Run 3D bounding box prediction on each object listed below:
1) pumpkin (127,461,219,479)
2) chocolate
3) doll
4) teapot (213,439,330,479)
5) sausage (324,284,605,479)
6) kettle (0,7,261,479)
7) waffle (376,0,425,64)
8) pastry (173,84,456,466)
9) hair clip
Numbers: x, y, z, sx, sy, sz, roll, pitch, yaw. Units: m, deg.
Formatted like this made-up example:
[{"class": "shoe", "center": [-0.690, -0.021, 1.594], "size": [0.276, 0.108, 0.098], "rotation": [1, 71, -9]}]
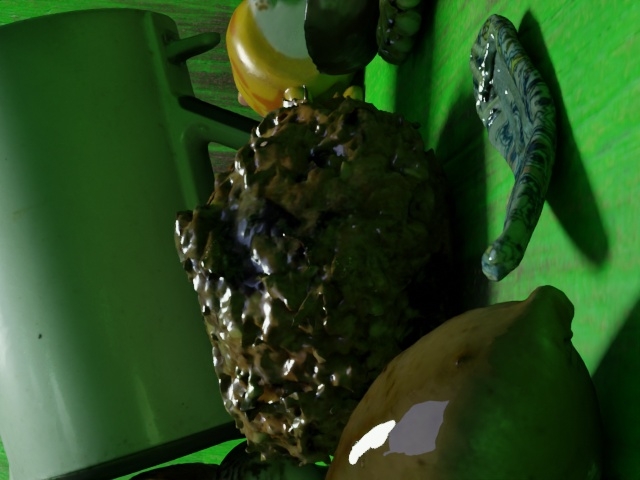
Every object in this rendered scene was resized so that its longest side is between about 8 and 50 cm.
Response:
[{"class": "pumpkin", "center": [-0.112, 0.365, 1.230], "size": [0.192, 0.320, 0.320], "rotation": [-43, 28, 26]}, {"class": "chocolate", "center": [0.042, -0.287, 1.212], "size": [0.157, 0.080, 0.253], "rotation": [22, -108, -80]}, {"class": "doll", "center": [-0.033, -0.224, 1.569], "size": [0.269, 0.167, 0.162], "rotation": [-103, 19, -82]}, {"class": "teapot", "center": [-0.010, 0.264, 1.089], "size": [0.298, 0.139, 0.204], "rotation": [-132, 19, -79]}, {"class": "sausage", "center": [0.039, 0.208, 0.650], "size": [0.136, 0.123, 0.500], "rotation": [-53, -17, -37]}, {"class": "kettle", "center": [-0.153, 0.001, 1.096], "size": [0.250, 0.361, 0.376], "rotation": [8, -115, -78]}, {"class": "waffle", "center": [0.072, -0.244, 1.082], "size": [0.169, 0.036, 0.183], "rotation": [126, 150, -85]}, {"class": "pastry", "center": [-0.009, 0.028, 0.893], "size": [0.275, 0.193, 0.274], "rotation": [-178, 90, -81]}, {"class": "hair clip", "center": [0.097, -0.050, 0.647], "size": [0.229, 0.036, 0.066], "rotation": [-83, 5, -56]}]
